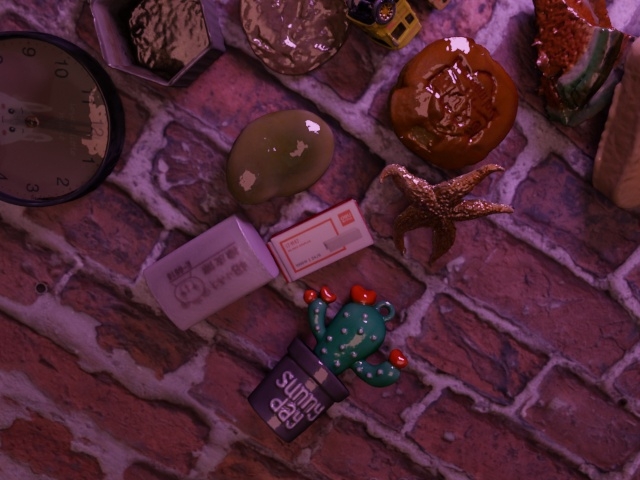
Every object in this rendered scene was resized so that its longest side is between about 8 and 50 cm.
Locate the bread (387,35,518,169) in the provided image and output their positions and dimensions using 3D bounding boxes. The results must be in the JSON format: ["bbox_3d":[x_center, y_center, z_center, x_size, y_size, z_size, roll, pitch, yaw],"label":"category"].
[{"bbox_3d":[0.276,-0.292,1.185,0.270,0.148,0.269,-1,108,-3],"label":"bread"}]

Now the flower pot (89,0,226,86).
[{"bbox_3d":[-0.315,-0.428,1.114,0.239,0.189,0.209,18,104,-5],"label":"flower pot"}]

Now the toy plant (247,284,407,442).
[{"bbox_3d":[0.025,0.289,1.311,0.400,0.279,0.185,-44,140,-9],"label":"toy plant"}]

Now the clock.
[{"bbox_3d":[-0.629,-0.258,1.206,0.386,0.076,0.386,0,105,-1],"label":"clock"}]

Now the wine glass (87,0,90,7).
[{"bbox_3d":[-0.398,-0.581,1.136,0.074,0.074,0.262,35,102,-10],"label":"wine glass"}]

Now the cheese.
[{"bbox_3d":[0.739,-0.229,1.199,0.384,0.104,0.383,-8,126,-12],"label":"cheese"}]

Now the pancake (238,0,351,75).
[{"bbox_3d":[-0.055,-0.471,1.183,0.242,0.050,0.241,-1,113,-3],"label":"pancake"}]

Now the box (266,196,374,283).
[{"bbox_3d":[0.000,0.000,1.305,0.229,0.050,0.123,-25,103,5],"label":"box"}]

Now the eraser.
[{"bbox_3d":[-0.252,0.073,1.280,0.270,0.095,0.174,-30,97,13],"label":"eraser"}]

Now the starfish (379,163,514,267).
[{"bbox_3d":[0.275,-0.063,1.227,0.303,0.060,0.299,-18,121,28],"label":"starfish"}]

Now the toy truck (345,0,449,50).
[{"bbox_3d":[0.192,-0.520,1.137,0.272,0.124,0.157,-50,133,7],"label":"toy truck"}]

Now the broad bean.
[{"bbox_3d":[-0.095,-0.186,1.233,0.263,0.121,0.189,-29,99,-9],"label":"broad bean"}]

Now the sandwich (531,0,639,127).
[{"bbox_3d":[0.552,-0.417,1.155,0.250,0.162,0.301,-38,105,4],"label":"sandwich"}]
